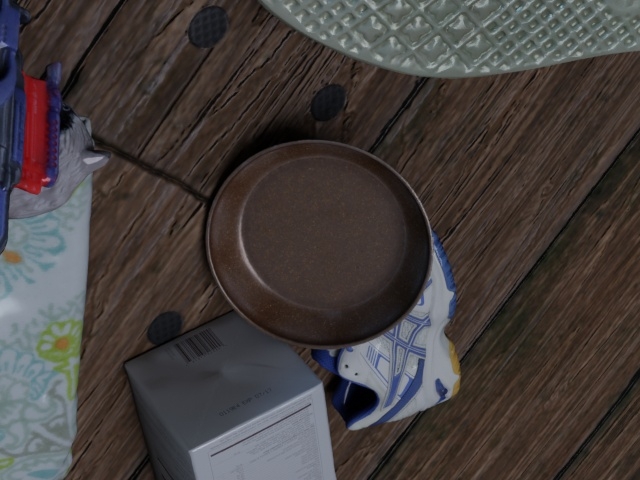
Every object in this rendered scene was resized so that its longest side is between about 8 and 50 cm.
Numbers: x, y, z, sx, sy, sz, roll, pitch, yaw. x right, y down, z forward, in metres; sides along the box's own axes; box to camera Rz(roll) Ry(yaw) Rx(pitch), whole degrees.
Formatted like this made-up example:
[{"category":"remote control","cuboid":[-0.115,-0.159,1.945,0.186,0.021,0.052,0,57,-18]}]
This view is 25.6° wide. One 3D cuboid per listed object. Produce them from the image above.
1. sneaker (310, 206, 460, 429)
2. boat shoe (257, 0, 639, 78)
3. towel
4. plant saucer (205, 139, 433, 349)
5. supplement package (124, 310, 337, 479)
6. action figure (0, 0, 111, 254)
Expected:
[{"category":"sneaker","cuboid":[0.052,0.072,1.329,0.131,0.112,0.296,-25,131,-14]},{"category":"boat shoe","cuboid":[0.162,-0.245,1.148,0.500,0.156,0.187,-5,129,-21]},{"category":"towel","cuboid":[-0.330,0.080,1.060,0.320,0.090,0.374,-10,127,-30]},{"category":"plant saucer","cuboid":[0.000,0.000,1.227,0.198,0.036,0.199,3,114,6]},{"category":"supplement package","cuboid":[-0.075,0.208,1.315,0.139,0.134,0.244,-25,133,-21]},{"category":"action figure","cuboid":[-0.290,-0.115,0.889,0.330,0.341,0.178,20,150,-27]}]
